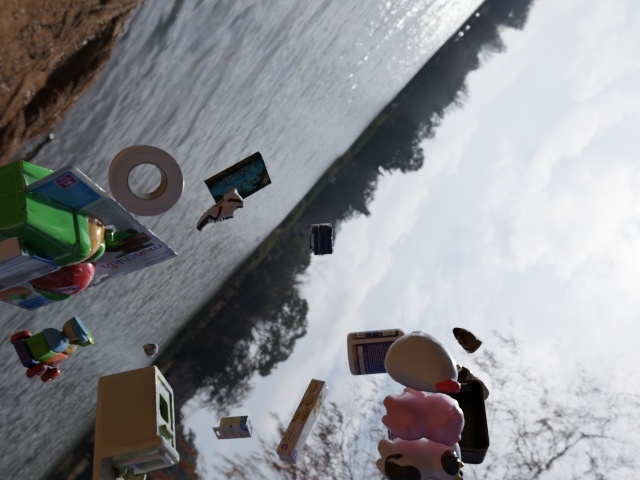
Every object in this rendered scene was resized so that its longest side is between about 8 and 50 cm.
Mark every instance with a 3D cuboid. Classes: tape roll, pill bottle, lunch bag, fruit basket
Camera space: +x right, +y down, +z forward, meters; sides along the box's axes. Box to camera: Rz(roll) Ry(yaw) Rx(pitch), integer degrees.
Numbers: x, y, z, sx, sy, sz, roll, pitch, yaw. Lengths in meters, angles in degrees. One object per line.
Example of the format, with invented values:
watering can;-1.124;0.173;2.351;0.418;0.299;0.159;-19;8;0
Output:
tape roll;-0.620;-0.216;1.709;0.246;0.246;0.169;-48;-154;-8
pill bottle;0.231;0.389;1.696;0.265;0.153;0.153;-6;-167;7
lunch bag;0.000;0.000;1.405;0.067;0.065;0.098;-115;-157;-76
fruit basket;-0.457;0.032;0.804;0.327;0.165;0.353;-20;151;0

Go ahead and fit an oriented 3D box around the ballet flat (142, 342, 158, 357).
ballet flat;-0.456;0.294;1.289;0.041;0.041;0.114;-50;-172;-21

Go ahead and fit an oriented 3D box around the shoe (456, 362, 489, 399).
shoe;0.385;0.392;1.377;0.076;0.219;0.058;-61;174;-34

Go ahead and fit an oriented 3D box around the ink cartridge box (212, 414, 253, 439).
ink cartridge box;-0.204;0.436;1.123;0.083;0.048;0.028;-8;-149;9

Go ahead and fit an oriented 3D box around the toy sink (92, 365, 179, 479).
toy sink;-0.379;0.409;1.012;0.131;0.234;0.152;-11;142;-7

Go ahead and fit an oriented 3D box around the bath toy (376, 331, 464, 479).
bath toy;0.186;0.325;0.832;0.151;0.348;0.129;-14;-157;-31

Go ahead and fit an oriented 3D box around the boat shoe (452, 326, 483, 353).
boat shoe;0.480;0.327;1.599;0.064;0.060;0.178;-49;-179;-1

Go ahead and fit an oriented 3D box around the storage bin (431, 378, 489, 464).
storage bin;0.339;0.440;1.185;0.084;0.122;0.180;83;12;-45

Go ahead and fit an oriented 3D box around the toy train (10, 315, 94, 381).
toy train;-0.612;0.259;1.155;0.143;0.105;0.248;-29;166;-19

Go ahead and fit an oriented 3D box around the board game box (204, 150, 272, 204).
board game box;-0.246;-0.177;1.462;0.186;0.026;0.126;-32;143;-11

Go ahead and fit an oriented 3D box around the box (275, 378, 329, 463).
box;-0.061;0.667;1.804;0.067;0.063;0.324;2;-142;29

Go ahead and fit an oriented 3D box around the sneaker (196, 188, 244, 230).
sneaker;-0.195;-0.053;0.943;0.109;0.043;0.040;-43;-173;-11

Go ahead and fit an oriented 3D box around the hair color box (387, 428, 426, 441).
hair color box;0.360;0.733;1.757;0.110;0.339;0.185;-19;-132;23

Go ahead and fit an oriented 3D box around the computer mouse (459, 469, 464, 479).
computer mouse;0.258;0.608;1.144;0.060;0.184;0.262;-64;153;-60
